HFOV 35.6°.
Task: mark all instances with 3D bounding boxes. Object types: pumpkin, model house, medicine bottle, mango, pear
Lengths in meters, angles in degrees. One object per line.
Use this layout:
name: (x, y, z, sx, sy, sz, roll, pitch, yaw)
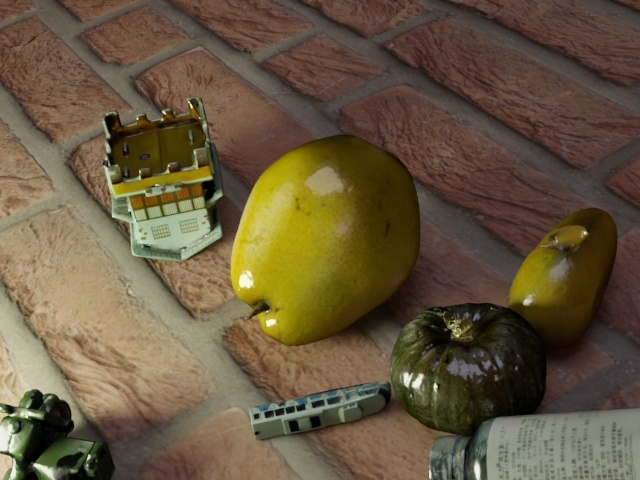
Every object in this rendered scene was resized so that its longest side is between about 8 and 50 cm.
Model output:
pumpkin: (0.206, 0.174, 1.388, 0.224, 0.157, 0.223, -8, 29, 4)
model house: (-0.276, -0.112, 1.775, 0.199, 0.215, 0.224, -10, 39, -7)
medicine bottle: (0.284, 0.283, 1.224, 0.293, 0.141, 0.141, -9, 37, 27)
mango: (0.373, 0.052, 1.508, 0.130, 0.167, 0.262, 26, 47, 17)
pear: (0.013, -0.001, 1.556, 0.285, 0.285, 0.336, 3, 57, 14)

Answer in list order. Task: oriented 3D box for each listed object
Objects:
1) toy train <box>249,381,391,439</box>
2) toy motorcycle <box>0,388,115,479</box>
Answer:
toy train: (0.004, 0.243, 1.432, 0.208, 0.043, 0.047, -12, 42, -3)
toy motorcycle: (-0.373, 0.322, 1.350, 0.205, 0.127, 0.275, 4, 45, 20)
